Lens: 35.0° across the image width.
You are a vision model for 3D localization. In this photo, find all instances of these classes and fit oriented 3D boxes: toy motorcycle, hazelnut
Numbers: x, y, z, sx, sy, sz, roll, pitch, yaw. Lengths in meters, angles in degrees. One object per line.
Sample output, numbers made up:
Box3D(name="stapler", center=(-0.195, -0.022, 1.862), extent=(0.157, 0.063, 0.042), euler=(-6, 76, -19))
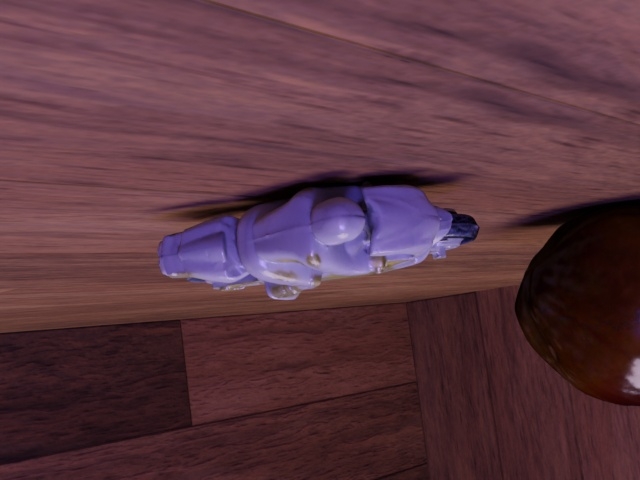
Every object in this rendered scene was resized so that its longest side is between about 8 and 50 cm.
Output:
Box3D(name="toy motorcycle", center=(0.000, 0.000, 0.721), extent=(0.228, 0.074, 0.151), euler=(-6, 171, 6))
Box3D(name="hazelnut", center=(0.320, 0.071, 1.108), extent=(0.217, 0.217, 0.251), euler=(-6, 164, -13))
